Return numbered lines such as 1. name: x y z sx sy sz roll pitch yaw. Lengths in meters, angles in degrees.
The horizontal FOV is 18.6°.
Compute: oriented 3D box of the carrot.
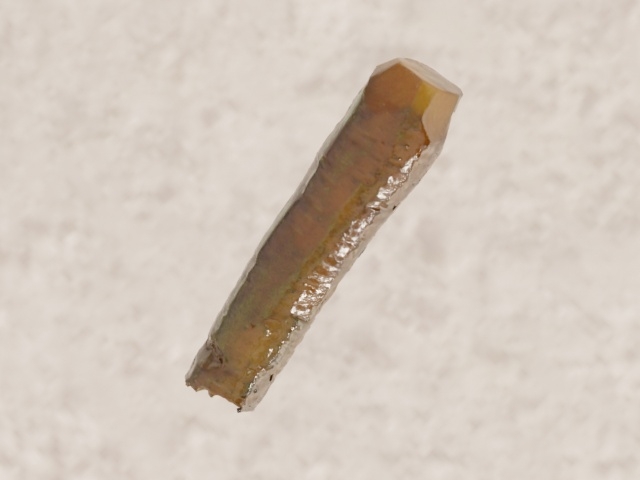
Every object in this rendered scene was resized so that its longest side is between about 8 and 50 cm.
1. carrot: 0.000 0.000 1.253 0.070 0.070 0.260 37 105 14
